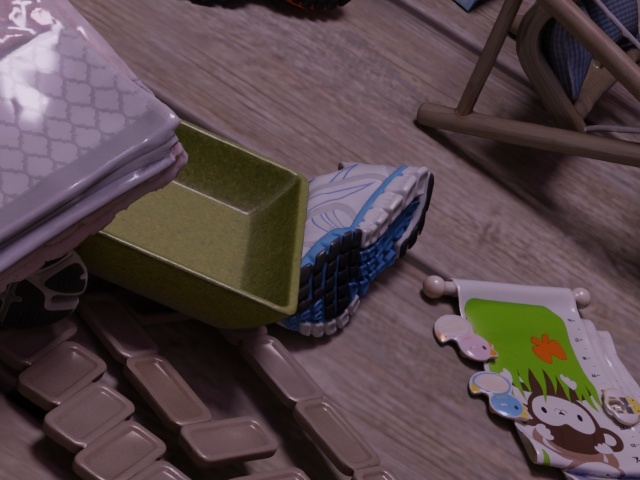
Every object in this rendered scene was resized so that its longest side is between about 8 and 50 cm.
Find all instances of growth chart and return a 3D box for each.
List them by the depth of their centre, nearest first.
[{"bbox_3d":[0.176,0.110,1.303,0.172,0.021,0.237,-2,47,-41],"label":"growth chart"}]

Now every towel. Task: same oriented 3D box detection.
[{"bbox_3d":[-0.283,-0.076,0.989,0.332,0.053,0.317,-37,74,-30],"label":"towel"}]

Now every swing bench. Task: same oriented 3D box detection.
[{"bbox_3d":[0.253,-0.142,1.522,0.254,0.165,0.253,29,31,10],"label":"swing bench"}]

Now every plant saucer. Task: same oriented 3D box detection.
[{"bbox_3d":[-0.104,-0.019,1.175,0.188,0.045,0.188,24,26,-10],"label":"plant saucer"}]

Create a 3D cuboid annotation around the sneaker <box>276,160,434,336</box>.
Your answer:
[{"bbox_3d":[0.000,0.000,1.262,0.083,0.071,0.190,18,31,21],"label":"sneaker"}]

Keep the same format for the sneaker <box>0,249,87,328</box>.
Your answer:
[{"bbox_3d":[-0.209,-0.009,1.073,0.170,0.068,0.071,23,22,-9],"label":"sneaker"}]

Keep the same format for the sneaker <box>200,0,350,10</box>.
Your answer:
[{"bbox_3d":[-0.066,-0.231,1.485,0.221,0.083,0.087,9,27,-42],"label":"sneaker"}]

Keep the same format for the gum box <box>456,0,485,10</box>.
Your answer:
[{"bbox_3d":[0.106,-0.295,1.732,0.184,0.041,0.157,42,34,10],"label":"gum box"}]

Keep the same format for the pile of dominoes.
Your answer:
[{"bbox_3d":[-0.068,0.120,1.084,0.196,0.040,0.251,-6,42,-43],"label":"pile of dominoes"}]
